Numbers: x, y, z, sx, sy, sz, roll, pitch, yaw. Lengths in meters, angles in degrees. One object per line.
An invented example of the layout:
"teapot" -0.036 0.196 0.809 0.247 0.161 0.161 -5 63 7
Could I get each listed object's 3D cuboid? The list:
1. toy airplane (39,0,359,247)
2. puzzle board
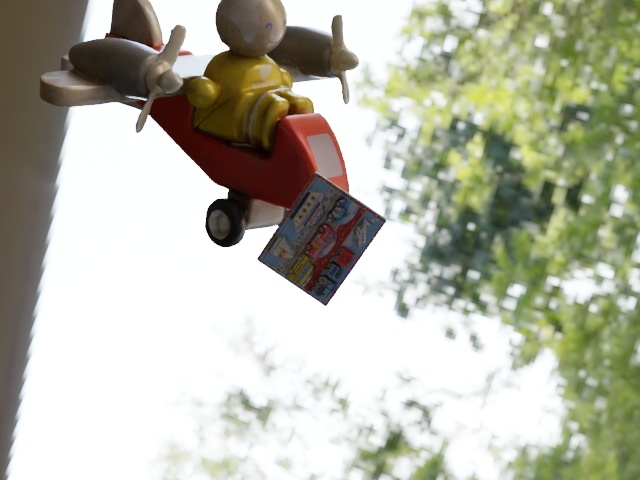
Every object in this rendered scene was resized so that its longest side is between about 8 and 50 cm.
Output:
"toy airplane" -0.132 -0.206 1.905 0.386 0.384 0.272 -88 21 -56
"puzzle board" 0.000 0.000 1.732 0.128 0.096 0.011 -56 2 22
